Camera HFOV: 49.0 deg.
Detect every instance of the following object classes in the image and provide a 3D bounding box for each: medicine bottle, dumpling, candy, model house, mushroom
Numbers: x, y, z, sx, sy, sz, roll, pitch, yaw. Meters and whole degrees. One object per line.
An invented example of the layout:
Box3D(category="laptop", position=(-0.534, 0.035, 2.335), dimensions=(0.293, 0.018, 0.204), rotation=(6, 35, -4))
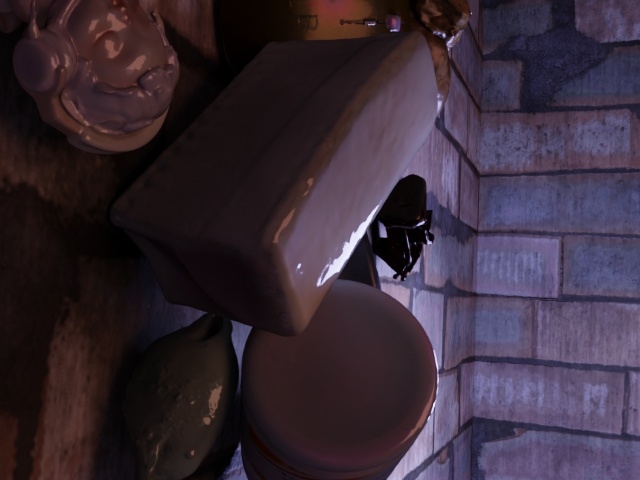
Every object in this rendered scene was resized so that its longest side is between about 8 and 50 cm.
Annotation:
Box3D(category="medicine bottle", position=(0.006, 0.202, 0.821), dimensions=(0.316, 0.202, 0.202), rotation=(100, 4, -59))
Box3D(category="dumpling", position=(-0.149, 0.164, 0.723), dimensions=(0.153, 0.108, 0.219), rotation=(-49, -169, 53))
Box3D(category="candy", position=(-0.030, -0.081, 0.756), dimensions=(0.359, 0.207, 0.145), rotation=(-56, 139, -35))
Box3D(category="model house", position=(0.192, -0.028, 1.524), dimensions=(0.164, 0.141, 0.203), rotation=(65, 29, -29))
Box3D(category="mushroom", position=(0.113, -0.314, 1.148), dimensions=(0.195, 0.283, 0.263), rotation=(-8, 61, -55))

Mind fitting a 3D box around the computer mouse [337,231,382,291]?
Box3D(category="computer mouse", position=(-0.003, 0.001, 0.976), dimensions=(0.203, 0.114, 0.374), rotation=(110, -34, -73))

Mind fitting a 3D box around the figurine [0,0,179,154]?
Box3D(category="figurine", position=(-0.177, -0.174, 0.554), dimensions=(0.162, 0.141, 0.237), rotation=(-55, 141, -48))

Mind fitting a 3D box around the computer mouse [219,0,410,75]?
Box3D(category="computer mouse", position=(0.011, -0.288, 0.939), dimensions=(0.310, 0.071, 0.159), rotation=(-12, 105, -33))
